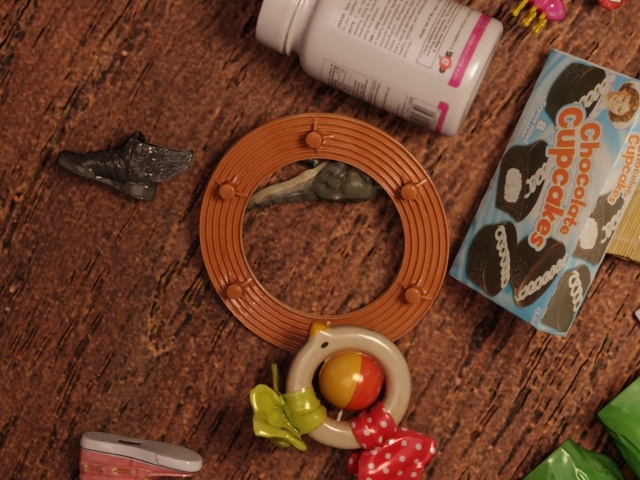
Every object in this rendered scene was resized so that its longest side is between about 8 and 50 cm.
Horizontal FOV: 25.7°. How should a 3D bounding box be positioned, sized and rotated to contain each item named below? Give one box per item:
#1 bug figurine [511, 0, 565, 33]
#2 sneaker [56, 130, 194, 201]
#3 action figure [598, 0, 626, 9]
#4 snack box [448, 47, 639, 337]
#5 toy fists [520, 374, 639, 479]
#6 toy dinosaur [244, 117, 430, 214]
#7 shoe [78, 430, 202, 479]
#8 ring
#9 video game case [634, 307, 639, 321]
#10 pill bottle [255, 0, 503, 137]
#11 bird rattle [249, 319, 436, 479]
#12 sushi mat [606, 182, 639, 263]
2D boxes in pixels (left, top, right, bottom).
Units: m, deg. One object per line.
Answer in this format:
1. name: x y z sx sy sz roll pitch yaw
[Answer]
1. bug figurine: 0.274 -0.394 1.775 0.279 0.072 0.216 -45 94 5
2. sneaker: -0.263 -0.112 1.893 0.170 0.051 0.089 23 98 1
3. action figure: 0.482 -0.334 1.724 0.280 0.091 0.139 -26 62 11
4. snack box: 0.296 -0.063 1.749 0.060 0.187 0.322 18 100 -37
5. toy fists: 0.386 0.292 1.808 0.279 0.096 0.142 -43 78 11
6. toy dinosaur: 0.005 -0.097 1.849 0.268 0.064 0.118 -7 101 12
7. shoe: -0.249 0.317 1.922 0.178 0.063 0.081 9 98 13
8. ring: 0.000 0.000 1.835 0.336 0.032 0.336 3 108 10
9. video game case: 0.509 0.117 1.810 0.143 0.019 0.157 -35 88 9
10. pill bottle: 0.072 -0.256 1.772 0.283 0.160 0.160 25 98 5
11. bird rattle: 0.037 0.215 1.823 0.253 0.143 0.207 18 100 3
12. sushi mat: 0.448 -0.115 1.754 0.151 0.019 0.316 18 100 -36
